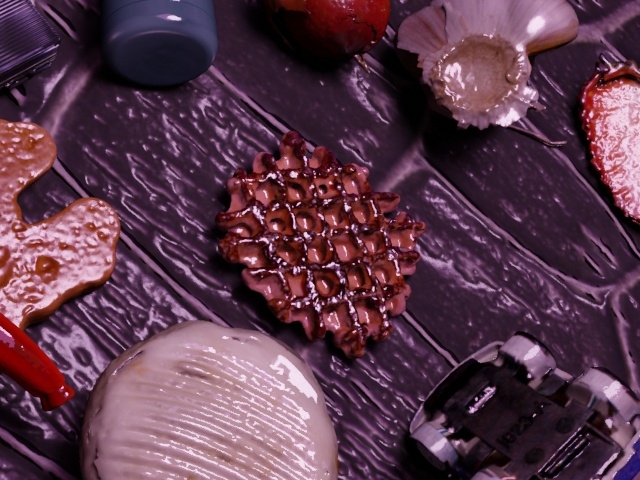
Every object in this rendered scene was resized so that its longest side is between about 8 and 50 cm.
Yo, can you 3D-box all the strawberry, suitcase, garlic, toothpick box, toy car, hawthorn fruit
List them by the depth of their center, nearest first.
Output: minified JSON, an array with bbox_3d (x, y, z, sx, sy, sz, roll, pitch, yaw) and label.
[{"bbox_3d":[0.210,0.210,1.136,0.172,0.235,0.158,-41,127,-14],"label":"toy car"},{"bbox_3d":[-0.326,-0.191,1.146,0.126,0.059,0.086,-39,88,-33],"label":"suitcase"},{"bbox_3d":[-0.172,-0.266,1.219,0.120,0.120,0.184,6,62,-23],"label":"toothpick box"},{"bbox_3d":[0.015,-0.263,1.293,0.148,0.148,0.172,-28,93,-32],"label":"hawthorn fruit"},{"bbox_3d":[0.206,-0.172,1.325,0.207,0.207,0.257,-50,116,-33],"label":"garlic"},{"bbox_3d":[0.392,-0.121,1.446,0.167,0.087,0.208,11,88,2],"label":"strawberry"}]

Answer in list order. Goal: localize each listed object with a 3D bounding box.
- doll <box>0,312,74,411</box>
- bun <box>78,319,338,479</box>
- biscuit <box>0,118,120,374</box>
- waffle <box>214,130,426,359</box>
[{"bbox_3d":[-0.369,0.020,0.943,0.188,0.099,0.384,-37,100,-35],"label":"doll"},{"bbox_3d":[-0.098,0.188,1.030,0.239,0.141,0.239,7,65,-15],"label":"bun"},{"bbox_3d":[-0.338,0.030,1.046,0.202,0.047,0.334,47,55,-2],"label":"biscuit"},{"bbox_3d":[0.000,0.000,1.215,0.234,0.055,0.221,34,56,-13],"label":"waffle"}]
